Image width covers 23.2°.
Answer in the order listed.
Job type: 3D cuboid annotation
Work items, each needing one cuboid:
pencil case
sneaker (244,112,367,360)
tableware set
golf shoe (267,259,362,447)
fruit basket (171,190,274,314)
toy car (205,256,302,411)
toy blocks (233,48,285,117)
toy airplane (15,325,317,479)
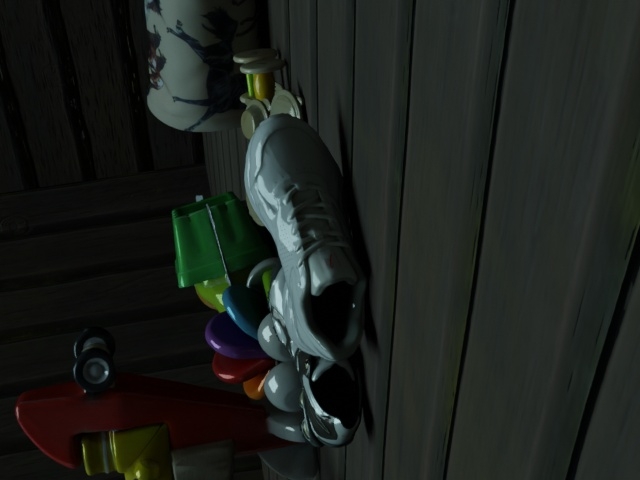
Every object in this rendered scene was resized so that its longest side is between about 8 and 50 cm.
[{"bbox_3d":[-0.158,-0.318,1.948,0.183,0.160,0.410,53,157,41],"label":"pencil case"},{"bbox_3d":[0.000,0.000,1.382,0.115,0.090,0.232,-149,41,-74],"label":"sneaker"},{"bbox_3d":[-0.048,-0.090,1.719,0.141,0.020,0.169,8,106,58],"label":"tableware set"},{"bbox_3d":[0.005,0.103,1.537,0.094,0.077,0.198,138,117,-70],"label":"golf shoe"},{"bbox_3d":[-0.123,0.096,2.509,0.327,0.165,0.353,-143,29,-82],"label":"fruit basket"},{"bbox_3d":[-0.073,0.119,1.926,0.159,0.136,0.182,-107,10,-54],"label":"toy car"},{"bbox_3d":[-0.063,-0.142,1.835,0.123,0.054,0.148,-119,21,-71],"label":"toy blocks"},{"bbox_3d":[-0.189,0.296,2.193,0.386,0.384,0.272,1,-75,-55],"label":"toy airplane"}]
